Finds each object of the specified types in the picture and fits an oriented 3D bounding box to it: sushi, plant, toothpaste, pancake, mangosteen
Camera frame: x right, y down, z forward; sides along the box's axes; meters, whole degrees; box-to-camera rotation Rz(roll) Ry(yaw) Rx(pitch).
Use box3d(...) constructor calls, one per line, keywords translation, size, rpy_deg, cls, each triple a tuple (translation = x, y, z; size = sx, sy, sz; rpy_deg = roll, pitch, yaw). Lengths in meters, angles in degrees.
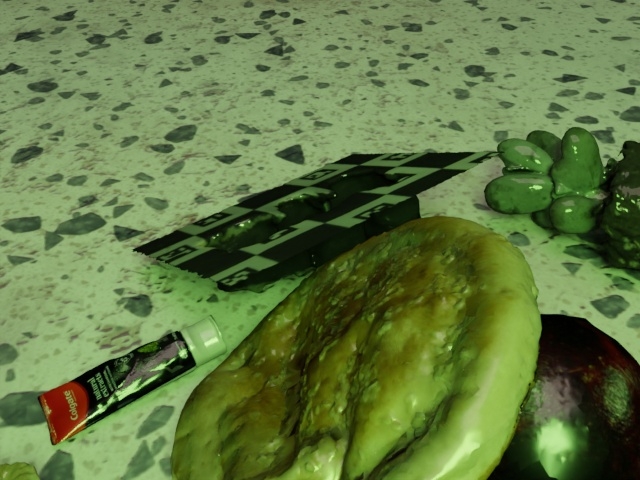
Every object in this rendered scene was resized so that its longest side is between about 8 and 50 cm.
box3d(translation=(0.000, 0.000, 0.827), size=(0.373, 0.100, 0.296), rpy_deg=(-27, 20, -29), cls="sushi")
box3d(translation=(0.343, -0.057, 0.844), size=(0.274, 0.149, 0.146), rpy_deg=(24, 44, 33), cls="plant")
box3d(translation=(-0.191, 0.141, 0.703), size=(0.193, 0.045, 0.071), rpy_deg=(-24, 42, -17), cls="toothpaste")
box3d(translation=(0.011, 0.117, 0.559), size=(0.387, 0.082, 0.387), rpy_deg=(-37, 20, 16), cls="pancake")
box3d(translation=(0.170, 0.156, 0.547), size=(0.209, 0.210, 0.210), rpy_deg=(-1, 38, 1), cls="mangosteen")

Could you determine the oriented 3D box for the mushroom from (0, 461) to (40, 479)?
box3d(translation=(-0.317, 0.181, 0.475), size=(0.207, 0.302, 0.233), rpy_deg=(-15, 9, 41), cls="mushroom")
